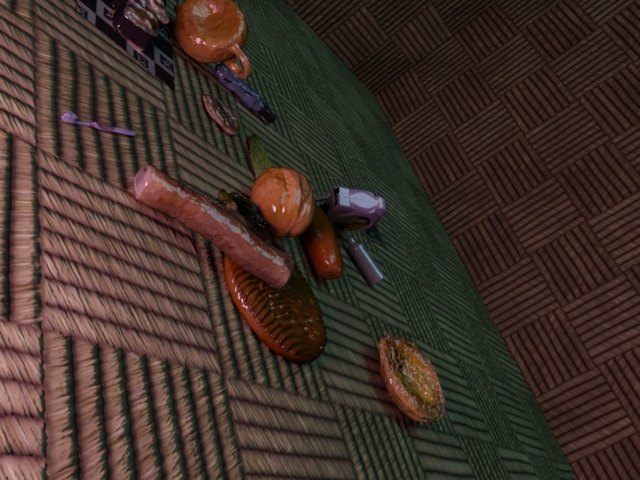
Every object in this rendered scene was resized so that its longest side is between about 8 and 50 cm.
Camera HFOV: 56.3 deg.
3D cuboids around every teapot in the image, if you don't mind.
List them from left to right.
[{"bbox_3d":[-0.307,-0.578,1.713,0.311,0.203,0.167,46,-23,4],"label":"teapot"}]

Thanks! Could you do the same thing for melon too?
[{"bbox_3d":[-0.151,-0.214,1.656,0.114,0.053,0.262,41,23,-54],"label":"melon"}]

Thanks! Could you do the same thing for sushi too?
[{"bbox_3d":[-0.445,-0.591,1.493,0.296,0.100,0.373,38,26,-40],"label":"sushi"}]

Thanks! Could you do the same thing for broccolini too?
[{"bbox_3d":[-0.160,-0.058,1.243,0.123,0.062,0.271,27,2,-3],"label":"broccolini"}]

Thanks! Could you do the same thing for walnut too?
[{"bbox_3d":[-0.092,-0.091,1.446,0.159,0.159,0.207,40,24,-37],"label":"walnut"}]

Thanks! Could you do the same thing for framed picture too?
[{"bbox_3d":[0.180,-0.052,2.216,0.183,0.011,0.142,25,36,-55],"label":"framed picture"}]

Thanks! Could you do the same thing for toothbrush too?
[{"bbox_3d":[-0.404,-0.212,1.110,0.013,0.019,0.193,59,18,12],"label":"toothbrush"}]

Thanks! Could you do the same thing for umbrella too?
[{"bbox_3d":[-0.228,-0.449,1.840,0.250,0.052,0.053,40,24,-34],"label":"umbrella"}]

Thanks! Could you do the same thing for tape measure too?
[{"bbox_3d":[0.092,-0.101,1.844,0.195,0.178,0.105,9,66,-30],"label":"tape measure"}]

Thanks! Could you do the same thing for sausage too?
[{"bbox_3d":[0.000,0.000,1.603,0.098,0.098,0.238,33,31,-47],"label":"sausage"}]

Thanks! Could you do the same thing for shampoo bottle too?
[{"bbox_3d":[0.127,0.048,1.871,0.195,0.056,0.056,55,20,0],"label":"shampoo bottle"}]

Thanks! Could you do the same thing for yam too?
[{"bbox_3d":[-0.197,-0.020,1.138,0.356,0.081,0.081,34,27,-24],"label":"yam"}]

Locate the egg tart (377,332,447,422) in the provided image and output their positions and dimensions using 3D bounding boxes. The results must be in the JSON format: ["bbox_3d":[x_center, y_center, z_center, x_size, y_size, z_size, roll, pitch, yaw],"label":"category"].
[{"bbox_3d":[0.220,0.363,1.535,0.252,0.098,0.231,55,26,11],"label":"egg tart"}]

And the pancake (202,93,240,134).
[{"bbox_3d":[-0.268,-0.342,1.622,0.139,0.022,0.140,47,20,-24],"label":"pancake"}]

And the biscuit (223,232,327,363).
[{"bbox_3d":[-0.089,0.118,1.282,0.318,0.040,0.318,46,23,-25],"label":"biscuit"}]
